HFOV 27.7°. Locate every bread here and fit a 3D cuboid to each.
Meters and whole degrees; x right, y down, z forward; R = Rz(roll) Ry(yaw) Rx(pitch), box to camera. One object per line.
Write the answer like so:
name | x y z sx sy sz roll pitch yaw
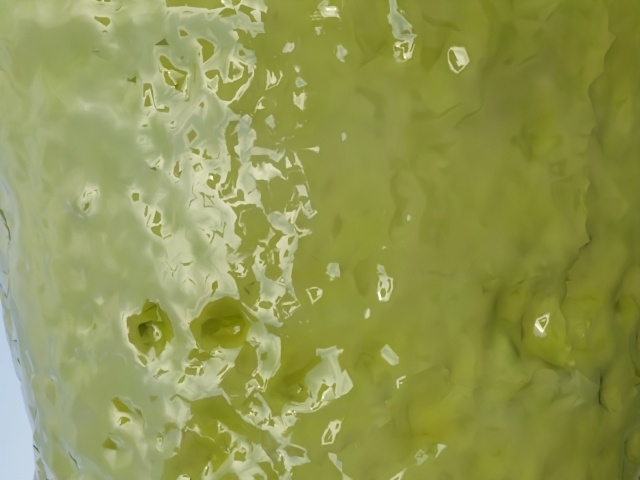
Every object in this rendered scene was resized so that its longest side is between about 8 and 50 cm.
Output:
bread | 0.000 0.000 0.585 0.348 0.348 0.308 -41 -48 -89
